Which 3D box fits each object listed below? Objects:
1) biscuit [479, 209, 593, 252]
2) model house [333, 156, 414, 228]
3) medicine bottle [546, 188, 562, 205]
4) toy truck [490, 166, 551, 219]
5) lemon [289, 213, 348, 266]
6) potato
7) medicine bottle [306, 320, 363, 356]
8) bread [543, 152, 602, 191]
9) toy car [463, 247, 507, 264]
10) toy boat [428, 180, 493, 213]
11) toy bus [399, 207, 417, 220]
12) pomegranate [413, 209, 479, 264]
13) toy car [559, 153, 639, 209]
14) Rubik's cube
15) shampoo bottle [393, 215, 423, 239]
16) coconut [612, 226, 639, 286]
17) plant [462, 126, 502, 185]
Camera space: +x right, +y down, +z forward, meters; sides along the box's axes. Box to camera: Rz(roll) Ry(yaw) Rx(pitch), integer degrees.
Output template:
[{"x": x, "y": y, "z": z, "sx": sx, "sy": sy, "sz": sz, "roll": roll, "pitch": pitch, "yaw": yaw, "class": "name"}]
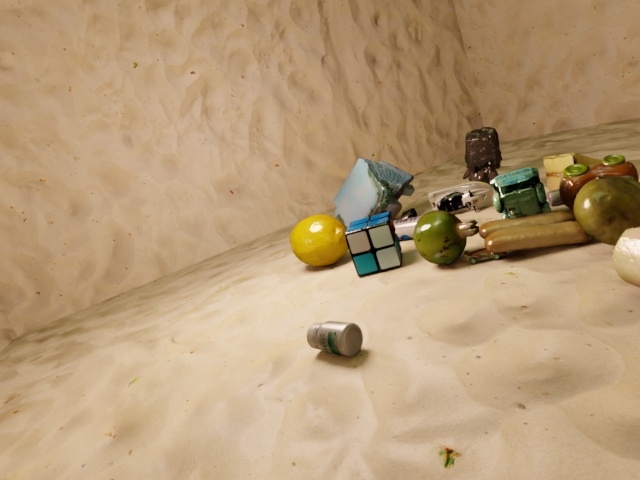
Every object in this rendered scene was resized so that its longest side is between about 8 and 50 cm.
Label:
[{"x": 0.644, "y": -0.031, "z": 1.272, "sx": 0.291, "sy": 0.062, "sz": 0.237, "roll": -9, "pitch": 13, "yaw": 18, "class": "biscuit"}, {"x": 0.302, "y": -0.189, "z": 2.126, "sx": 0.339, "sy": 0.297, "sz": 0.360, "roll": 1, "pitch": -45, "yaw": -36, "class": "model house"}, {"x": 0.946, "y": -0.179, "z": 1.528, "sx": 0.199, "sy": 0.057, "sz": 0.057, "roll": -14, "pitch": 13, "yaw": 18, "class": "medicine bottle"}, {"x": 0.671, "y": -0.148, "z": 1.400, "sx": 0.155, "sy": 0.156, "sz": 0.279, "roll": -16, "pitch": -28, "yaw": 28, "class": "toy truck"}, {"x": -0.003, "y": 0.001, "z": 1.796, "sx": 0.236, "sy": 0.235, "sz": 0.263, "roll": -25, "pitch": 26, "yaw": -25, "class": "lemon"}, {"x": 0.760, "y": -0.079, "z": 1.080, "sx": 0.148, "sy": 0.197, "sz": 0.228, "roll": -36, "pitch": 7, "yaw": 48, "class": "potato"}, {"x": 0.033, "y": 0.239, "z": 1.027, "sx": 0.130, "sy": 0.080, "sz": 0.080, "roll": -7, "pitch": 17, "yaw": 45, "class": "medicine bottle"}, {"x": 1.046, "y": -0.296, "z": 1.644, "sx": 0.264, "sy": 0.163, "sz": 0.168, "roll": -21, "pitch": 11, "yaw": -11, "class": "bread"}, {"x": 0.506, "y": 0.042, "z": 1.280, "sx": 0.122, "sy": 0.035, "sz": 0.059, "roll": -15, "pitch": 9, "yaw": 26, "class": "toy car"}, {"x": 0.625, "y": -0.181, "z": 1.867, "sx": 0.270, "sy": 0.140, "sz": 0.141, "roll": -7, "pitch": 17, "yaw": 39, "class": "toy boat"}, {"x": 0.428, "y": -0.110, "z": 2.029, "sx": 0.072, "sy": 0.057, "sz": 0.172, "roll": -24, "pitch": 9, "yaw": 23, "class": "toy bus"}, {"x": 0.405, "y": -0.018, "z": 1.336, "sx": 0.210, "sy": 0.180, "sz": 0.180, "roll": -25, "pitch": 4, "yaw": 46, "class": "pomegranate"}, {"x": 0.917, "y": -0.154, "z": 1.346, "sx": 0.235, "sy": 0.145, "sz": 0.235, "roll": -18, "pitch": 32, "yaw": 12, "class": "toy car"}, {"x": 0.202, "y": 0.011, "z": 1.547, "sx": 0.167, "sy": 0.180, "sz": 0.183, "roll": -15, "pitch": 15, "yaw": 17, "class": "Rubik's cube"}, {"x": 0.391, "y": -0.052, "z": 1.748, "sx": 0.303, "sy": 0.092, "sz": 0.092, "roll": -8, "pitch": 16, "yaw": 39, "class": "shampoo bottle"}, {"x": 0.667, "y": 0.036, "z": 0.799, "sx": 0.147, "sy": 0.147, "sz": 0.152, "roll": -19, "pitch": 8, "yaw": 0, "class": "coconut"}, {"x": 0.832, "y": -0.410, "z": 2.155, "sx": 0.194, "sy": 0.320, "sz": 0.181, "roll": -7, "pitch": 31, "yaw": 18, "class": "plant"}]
